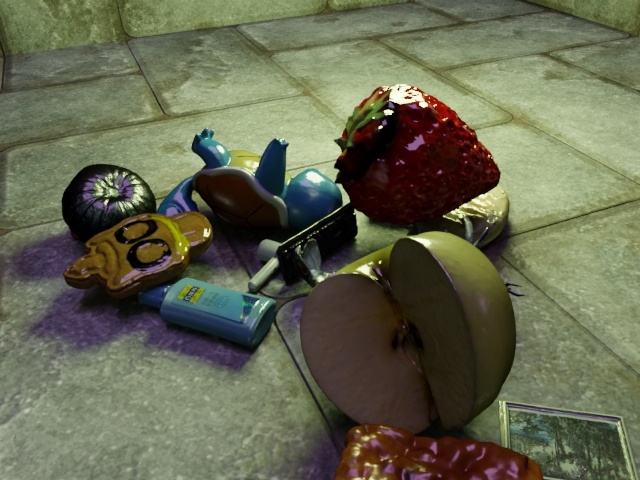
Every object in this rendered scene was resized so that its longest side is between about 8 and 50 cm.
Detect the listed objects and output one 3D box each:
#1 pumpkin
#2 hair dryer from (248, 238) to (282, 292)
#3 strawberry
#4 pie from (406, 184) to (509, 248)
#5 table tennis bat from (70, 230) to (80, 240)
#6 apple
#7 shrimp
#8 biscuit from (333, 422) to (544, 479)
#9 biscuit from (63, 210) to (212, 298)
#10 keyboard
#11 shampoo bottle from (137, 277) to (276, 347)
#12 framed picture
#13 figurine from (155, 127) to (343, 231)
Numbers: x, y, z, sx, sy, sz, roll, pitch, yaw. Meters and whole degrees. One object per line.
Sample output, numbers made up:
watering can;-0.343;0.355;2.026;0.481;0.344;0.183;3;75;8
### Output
pumpkin;-0.459;-0.072;1.287;0.201;0.140;0.202;12;54;-17
hair dryer;-0.109;0.056;1.186;0.081;0.047;0.137;17;46;27
strawberry;0.179;-0.153;1.190;0.291;0.310;0.292;-38;25;21
pie;0.278;-0.082;1.338;0.337;0.075;0.338;-1;33;1
table tennis bat;-0.522;-0.045;1.372;0.097;0.019;0.155;-1;37;-1
apple;0.140;0.129;0.863;0.295;0.258;0.233;-29;-3;32
shrimp;0.156;0.056;1.083;0.410;0.166;0.221;-8;10;15
biscuit;0.137;0.362;0.667;0.311;0.111;0.318;6;35;15
biscuit;-0.351;0.014;1.140;0.290;0.041;0.208;-24;42;-21
keyboard;0.000;0.000;1.212;0.025;0.094;0.230;15;37;41
shampoo bottle;-0.216;0.121;1.075;0.258;0.061;0.104;12;39;19
framed picture;0.351;0.293;0.841;0.183;0.011;0.142;6;35;10
figurine;-0.163;-0.121;1.293;0.415;0.298;0.243;-6;68;-2
